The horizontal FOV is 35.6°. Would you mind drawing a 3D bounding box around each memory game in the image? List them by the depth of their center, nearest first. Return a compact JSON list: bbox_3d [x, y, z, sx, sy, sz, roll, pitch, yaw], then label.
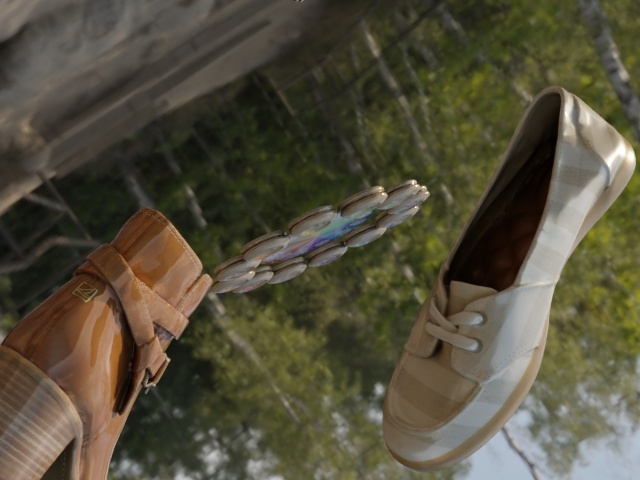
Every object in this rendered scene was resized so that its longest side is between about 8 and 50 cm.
[{"bbox_3d":[0.000,0.000,0.770,0.186,0.012,0.186,-24,170,-4],"label":"memory game"}]

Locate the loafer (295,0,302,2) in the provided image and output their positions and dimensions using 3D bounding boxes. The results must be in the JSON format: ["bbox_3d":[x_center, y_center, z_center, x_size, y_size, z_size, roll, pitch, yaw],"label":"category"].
[{"bbox_3d":[0.026,-0.318,0.970,0.220,0.078,0.080,-43,164,33],"label":"loafer"}]

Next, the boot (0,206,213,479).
[{"bbox_3d":[-0.115,0.077,0.550,0.152,0.073,0.197,-54,169,-19],"label":"boot"}]

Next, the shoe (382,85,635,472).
[{"bbox_3d":[0.088,0.015,0.513,0.076,0.058,0.219,11,-119,48],"label":"shoe"}]
